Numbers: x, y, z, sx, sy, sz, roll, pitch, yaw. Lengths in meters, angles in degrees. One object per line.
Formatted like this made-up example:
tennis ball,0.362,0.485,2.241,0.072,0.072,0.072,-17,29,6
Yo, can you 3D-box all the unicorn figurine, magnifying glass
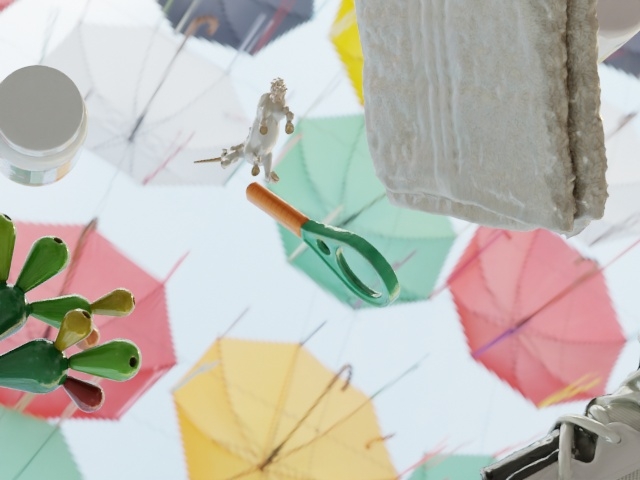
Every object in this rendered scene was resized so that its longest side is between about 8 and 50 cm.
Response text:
unicorn figurine,-0.071,-0.115,1.543,0.060,0.162,0.111,26,-159,-26
magnifying glass,0.000,0.000,1.540,0.026,0.092,0.231,-39,-123,-23

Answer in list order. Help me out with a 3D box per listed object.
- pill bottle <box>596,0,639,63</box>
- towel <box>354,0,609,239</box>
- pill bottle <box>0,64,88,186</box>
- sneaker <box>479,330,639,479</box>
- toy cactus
pill bottle,0.212,-0.201,1.259,0.117,0.208,0.118,5,-107,-15
towel,0.086,-0.146,0.772,0.049,0.187,0.282,-13,-74,-31
pill bottle,-0.339,-0.137,1.614,0.121,0.221,0.121,1,-96,-12
sneaker,0.246,0.109,0.990,0.257,0.169,0.448,1,-110,1
toy cactus,-0.237,0.067,0.928,0.219,0.112,0.180,31,-121,6
